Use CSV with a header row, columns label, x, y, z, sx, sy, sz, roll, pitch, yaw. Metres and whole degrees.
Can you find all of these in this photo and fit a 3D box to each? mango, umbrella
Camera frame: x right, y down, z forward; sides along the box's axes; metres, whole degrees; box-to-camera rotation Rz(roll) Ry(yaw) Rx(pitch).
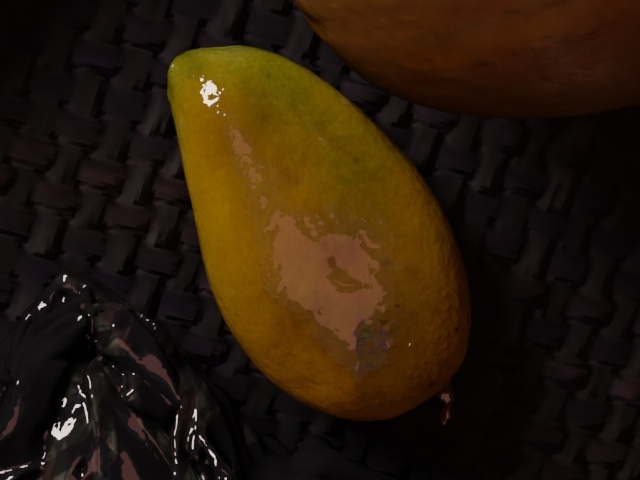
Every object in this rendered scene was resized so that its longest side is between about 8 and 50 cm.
label,x,y,z,sx,sy,sz,roll,pitch,yaw
mango,0.000,0.000,0.816,0.101,0.066,0.187,-29,102,2
umbrella,-0.020,0.121,0.826,0.272,0.110,0.122,32,143,-12

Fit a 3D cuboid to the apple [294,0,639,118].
label,x,y,z,sx,sy,sz,roll,pitch,yaw
apple,0.088,-0.167,0.681,0.241,0.242,0.242,-25,109,19
